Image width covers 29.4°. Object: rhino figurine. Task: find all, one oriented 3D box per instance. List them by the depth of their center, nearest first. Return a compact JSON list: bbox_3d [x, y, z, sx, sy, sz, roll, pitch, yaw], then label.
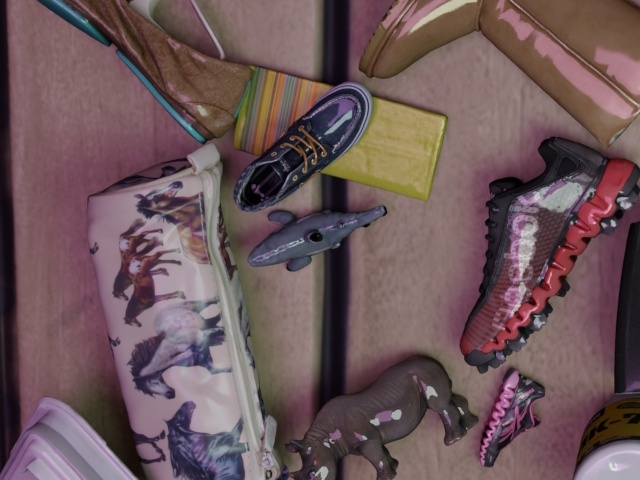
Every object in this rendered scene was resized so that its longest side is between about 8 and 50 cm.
[{"bbox_3d":[0.052,0.213,1.345,0.243,0.073,0.106,-28,86,-13],"label":"rhino figurine"}]

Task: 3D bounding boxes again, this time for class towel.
[{"bbox_3d":[0.019,-0.122,1.371,0.237,0.021,0.102,16,109,12],"label":"towel"}]

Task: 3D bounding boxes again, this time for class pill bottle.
[{"bbox_3d":[0.320,0.229,1.240,0.119,0.208,0.119,3,100,15],"label":"pill bottle"}]

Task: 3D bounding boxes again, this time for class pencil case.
[{"bbox_3d":[-0.148,0.104,1.381,0.183,0.160,0.410,-8,97,25],"label":"pencil case"}]

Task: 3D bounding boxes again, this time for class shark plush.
[{"bbox_3d":[0.000,0.000,1.369,0.161,0.067,0.073,-6,97,17],"label":"shark plush"}]

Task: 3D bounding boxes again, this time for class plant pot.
[{"bbox_3d":[0.386,0.058,1.215,0.188,0.187,0.167,-6,86,18],"label":"plant pot"}]

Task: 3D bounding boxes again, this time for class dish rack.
[{"bbox_3d":[-0.255,0.357,1.427,0.333,0.072,0.285,45,143,4],"label":"dish rack"}]

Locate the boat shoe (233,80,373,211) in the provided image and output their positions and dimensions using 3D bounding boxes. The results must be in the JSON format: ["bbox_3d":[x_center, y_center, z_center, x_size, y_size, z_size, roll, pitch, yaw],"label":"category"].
[{"bbox_3d":[-0.018,-0.097,1.331,0.065,0.083,0.183,46,111,1],"label":"boat shoe"}]

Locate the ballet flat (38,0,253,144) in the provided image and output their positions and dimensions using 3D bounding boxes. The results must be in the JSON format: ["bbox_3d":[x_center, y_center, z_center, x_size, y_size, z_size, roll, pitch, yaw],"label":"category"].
[{"bbox_3d":[-0.210,-0.254,1.372,0.342,0.116,0.124,40,88,11],"label":"ballet flat"}]

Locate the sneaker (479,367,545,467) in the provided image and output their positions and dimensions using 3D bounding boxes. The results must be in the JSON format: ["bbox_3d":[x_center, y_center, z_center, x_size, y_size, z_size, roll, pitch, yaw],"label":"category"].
[{"bbox_3d":[0.214,0.204,1.358,0.057,0.047,0.119,20,106,0],"label":"sneaker"}]

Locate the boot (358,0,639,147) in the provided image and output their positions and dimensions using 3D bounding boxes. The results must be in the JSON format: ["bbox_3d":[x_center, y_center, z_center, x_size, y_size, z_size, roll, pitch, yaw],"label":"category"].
[{"bbox_3d":[0.205,-0.191,1.268,0.269,0.089,0.236,41,108,5],"label":"boot"}]

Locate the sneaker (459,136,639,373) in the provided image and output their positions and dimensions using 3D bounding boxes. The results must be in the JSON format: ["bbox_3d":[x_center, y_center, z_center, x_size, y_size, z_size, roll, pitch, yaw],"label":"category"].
[{"bbox_3d":[0.214,0.008,1.293,0.135,0.097,0.276,35,105,8],"label":"sneaker"}]
